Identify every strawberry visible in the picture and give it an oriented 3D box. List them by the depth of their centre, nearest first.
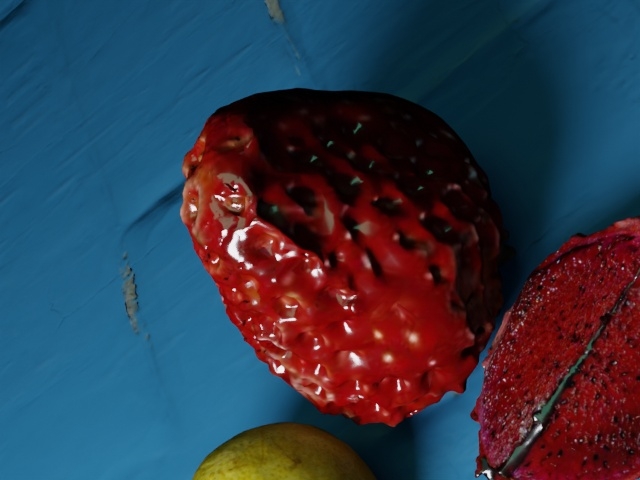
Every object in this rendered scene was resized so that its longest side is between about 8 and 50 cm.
[{"bbox_3d":[0.000,0.000,1.046,0.295,0.345,0.317,-3,72,46],"label":"strawberry"}]

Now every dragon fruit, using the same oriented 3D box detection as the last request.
[{"bbox_3d":[0.239,0.114,0.975,0.189,0.163,0.261,35,94,11],"label":"dragon fruit"}]

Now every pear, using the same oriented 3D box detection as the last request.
[{"bbox_3d":[-0.037,0.273,1.045,0.209,0.209,0.208,-15,61,28],"label":"pear"}]
